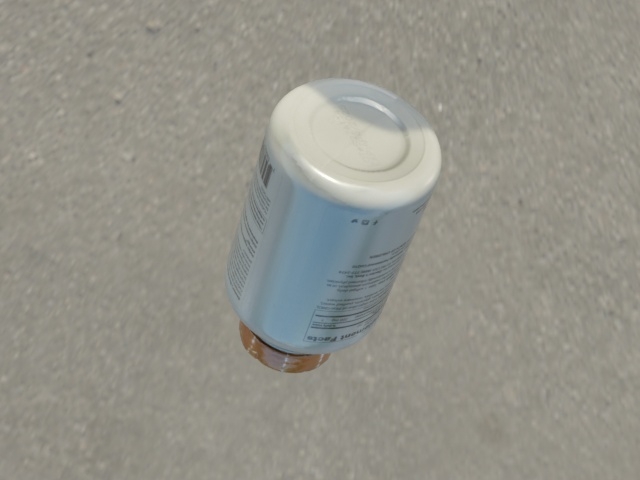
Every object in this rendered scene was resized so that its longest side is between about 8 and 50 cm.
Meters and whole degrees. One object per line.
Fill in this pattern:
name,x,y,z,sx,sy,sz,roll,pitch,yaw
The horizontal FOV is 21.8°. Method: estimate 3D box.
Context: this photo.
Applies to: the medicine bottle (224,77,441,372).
medicine bottle,0.000,0.000,1.537,0.157,0.157,0.288,18,136,-2
